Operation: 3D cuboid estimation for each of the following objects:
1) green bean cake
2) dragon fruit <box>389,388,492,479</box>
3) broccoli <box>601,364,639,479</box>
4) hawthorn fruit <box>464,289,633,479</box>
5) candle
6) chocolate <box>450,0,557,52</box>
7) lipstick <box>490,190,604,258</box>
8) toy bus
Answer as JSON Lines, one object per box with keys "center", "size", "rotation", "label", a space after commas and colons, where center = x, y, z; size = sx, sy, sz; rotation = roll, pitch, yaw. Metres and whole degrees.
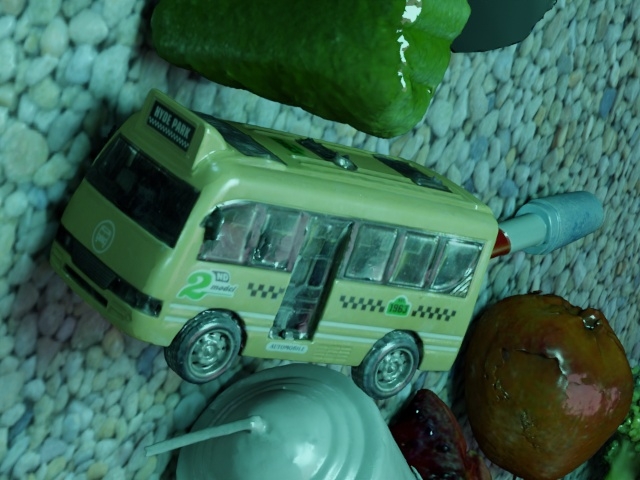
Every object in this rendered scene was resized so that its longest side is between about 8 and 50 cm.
{"center": [0.003, -0.209, 1.279], "size": [0.125, 0.248, 0.222], "rotation": [3, 111, -58], "label": "green bean cake"}
{"center": [0.145, 0.386, 1.916], "size": [0.286, 0.228, 0.329], "rotation": [-48, 143, -30], "label": "dragon fruit"}
{"center": [0.521, 0.375, 2.452], "size": [0.338, 0.277, 0.317], "rotation": [18, 115, -50], "label": "broccoli"}
{"center": [0.270, 0.205, 2.014], "size": [0.211, 0.211, 0.299], "rotation": [-25, 138, -48], "label": "hawthorn fruit"}
{"center": [-0.012, 0.254, 1.596], "size": [0.221, 0.221, 0.342], "rotation": [-53, 146, -21], "label": "candle"}
{"center": [0.167, -0.262, 1.638], "size": [0.133, 0.156, 0.156], "rotation": [-43, 152, -82], "label": "chocolate"}
{"center": [0.257, -0.013, 1.974], "size": [0.274, 0.061, 0.068], "rotation": [-16, 125, -53], "label": "lipstick"}
{"center": [-0.033, 0.004, 1.375], "size": [0.365, 0.177, 0.202], "rotation": [9, 109, -43], "label": "toy bus"}
